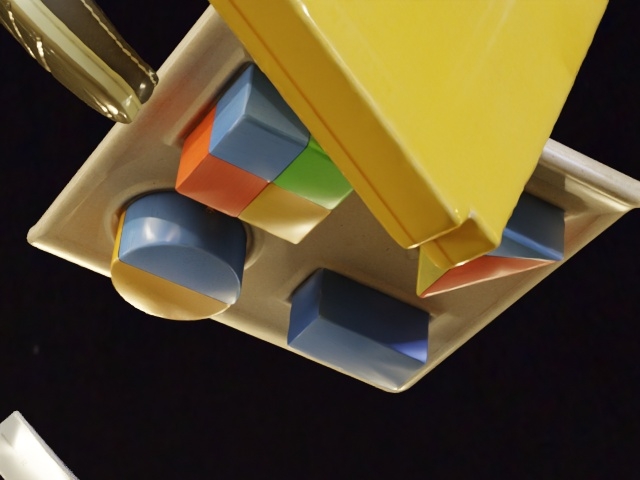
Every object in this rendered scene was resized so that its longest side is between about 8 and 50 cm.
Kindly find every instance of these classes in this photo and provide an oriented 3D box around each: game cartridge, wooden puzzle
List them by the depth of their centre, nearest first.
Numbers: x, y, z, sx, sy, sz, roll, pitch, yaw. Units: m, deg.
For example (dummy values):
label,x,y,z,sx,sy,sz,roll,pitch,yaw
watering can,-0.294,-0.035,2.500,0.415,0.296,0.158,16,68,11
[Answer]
label,x,y,z,sx,sy,sz,roll,pitch,yaw
game cartridge,0.036,-0.176,0.928,0.053,0.323,0.285,-23,-67,37
wooden puzzle,0.000,0.000,1.238,0.322,0.080,0.348,23,-37,-21

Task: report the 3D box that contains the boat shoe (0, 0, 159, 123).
label,x,y,z,sx,sy,sz,roll,pitch,yaw
boat shoe,-0.150,-0.155,0.888,0.073,0.223,0.080,-42,-13,-10

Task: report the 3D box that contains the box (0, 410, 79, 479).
label,x,y,z,sx,sy,sz,roll,pitch,yaw
box,-0.143,0.211,1.211,0.038,0.145,0.186,-42,-38,-8
